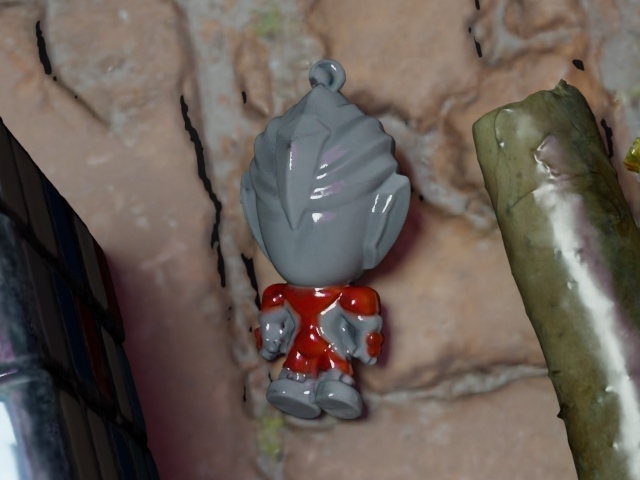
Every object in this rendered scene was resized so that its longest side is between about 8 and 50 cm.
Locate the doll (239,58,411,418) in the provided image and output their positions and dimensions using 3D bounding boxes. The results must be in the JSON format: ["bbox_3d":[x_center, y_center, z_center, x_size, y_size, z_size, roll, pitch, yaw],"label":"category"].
[{"bbox_3d":[0.000,0.000,0.733,0.094,0.079,0.180,2,89,26],"label":"doll"}]

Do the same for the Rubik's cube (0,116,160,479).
[{"bbox_3d":[-0.214,0.135,0.591,0.292,0.293,0.287,-16,77,-1],"label":"Rubik's cube"}]

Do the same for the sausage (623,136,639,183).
[{"bbox_3d":[0.319,-0.014,0.700,0.347,0.123,0.123,8,77,3],"label":"sausage"}]

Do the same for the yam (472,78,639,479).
[{"bbox_3d":[0.146,0.072,0.712,0.071,0.067,0.317,-23,76,24],"label":"yam"}]
